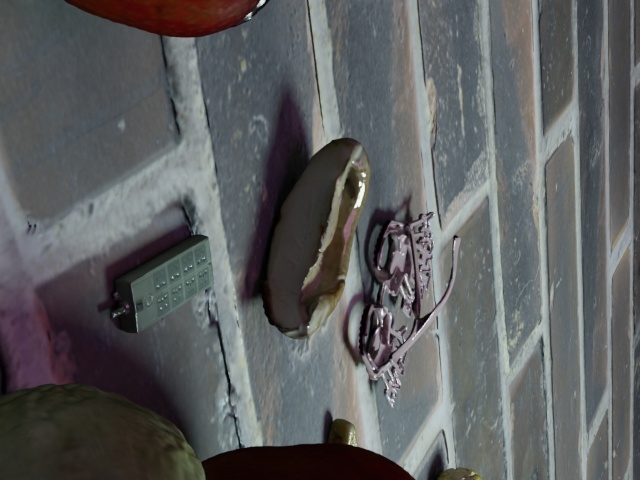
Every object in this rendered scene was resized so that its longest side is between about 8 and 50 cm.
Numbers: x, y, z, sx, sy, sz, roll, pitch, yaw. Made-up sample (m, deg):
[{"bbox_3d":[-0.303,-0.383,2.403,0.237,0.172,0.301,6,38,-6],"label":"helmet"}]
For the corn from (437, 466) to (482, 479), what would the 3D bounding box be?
[{"bbox_3d":[0.215,0.448,1.580,0.081,0.081,0.248,-45,134,-51],"label":"corn"}]

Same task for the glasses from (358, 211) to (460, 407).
[{"bbox_3d":[0.119,0.076,1.311,0.162,0.095,0.255,52,52,-64],"label":"glasses"}]

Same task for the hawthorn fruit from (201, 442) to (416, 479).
[{"bbox_3d":[-0.015,0.292,0.862,0.295,0.311,0.295,31,39,-28],"label":"hawthorn fruit"}]

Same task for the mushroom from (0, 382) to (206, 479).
[{"bbox_3d":[-0.203,0.194,0.640,0.190,0.164,0.267,9,123,-40],"label":"mushroom"}]

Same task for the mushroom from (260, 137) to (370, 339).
[{"bbox_3d":[-0.002,0.001,1.079,0.094,0.072,0.209,31,72,-58],"label":"mushroom"}]

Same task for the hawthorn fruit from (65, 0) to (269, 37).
[{"bbox_3d":[-0.130,-0.232,0.698,0.251,0.189,0.189,2,93,-44],"label":"hawthorn fruit"}]

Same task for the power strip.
[{"bbox_3d":[-0.132,0.038,0.892,0.136,0.019,0.051,-34,127,-56],"label":"power strip"}]

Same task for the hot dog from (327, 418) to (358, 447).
[{"bbox_3d":[0.025,0.250,1.227,0.034,0.030,0.090,-36,127,-45],"label":"hot dog"}]
